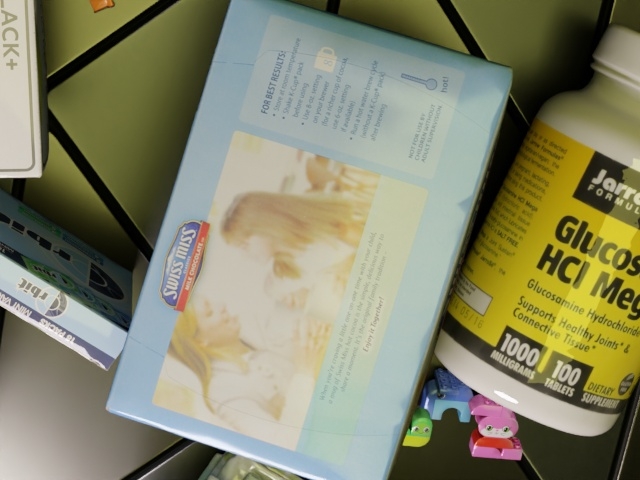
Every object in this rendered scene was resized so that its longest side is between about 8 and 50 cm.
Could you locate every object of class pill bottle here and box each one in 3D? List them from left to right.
[{"bbox_3d":[0.246,-0.012,1.263,0.188,0.188,0.334,22,101,-12],"label":"pill bottle"}]

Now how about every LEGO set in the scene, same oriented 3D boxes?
[{"bbox_3d":[0.078,0.134,1.335,0.227,0.087,0.093,6,115,-7],"label":"LEGO set"}]

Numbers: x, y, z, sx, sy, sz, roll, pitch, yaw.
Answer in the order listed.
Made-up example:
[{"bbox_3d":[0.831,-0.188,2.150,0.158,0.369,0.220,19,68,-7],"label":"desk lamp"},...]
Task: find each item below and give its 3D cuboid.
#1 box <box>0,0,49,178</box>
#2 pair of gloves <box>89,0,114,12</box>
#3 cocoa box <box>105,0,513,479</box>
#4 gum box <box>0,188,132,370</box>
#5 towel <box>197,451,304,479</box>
[{"bbox_3d":[-0.355,-0.135,1.076,0.290,0.087,0.169,0,107,-8],"label":"box"},{"bbox_3d":[-0.178,-0.243,1.233,0.083,0.010,0.074,-20,110,15],"label":"pair of gloves"},{"bbox_3d":[0.000,0.000,1.165,0.231,0.228,0.347,17,92,5],"label":"cocoa box"},{"bbox_3d":[-0.235,0.026,1.217,0.157,0.184,0.041,34,99,-14],"label":"gum box"},{"bbox_3d":[-0.040,0.415,1.397,0.320,0.090,0.374,26,101,-12],"label":"towel"}]
